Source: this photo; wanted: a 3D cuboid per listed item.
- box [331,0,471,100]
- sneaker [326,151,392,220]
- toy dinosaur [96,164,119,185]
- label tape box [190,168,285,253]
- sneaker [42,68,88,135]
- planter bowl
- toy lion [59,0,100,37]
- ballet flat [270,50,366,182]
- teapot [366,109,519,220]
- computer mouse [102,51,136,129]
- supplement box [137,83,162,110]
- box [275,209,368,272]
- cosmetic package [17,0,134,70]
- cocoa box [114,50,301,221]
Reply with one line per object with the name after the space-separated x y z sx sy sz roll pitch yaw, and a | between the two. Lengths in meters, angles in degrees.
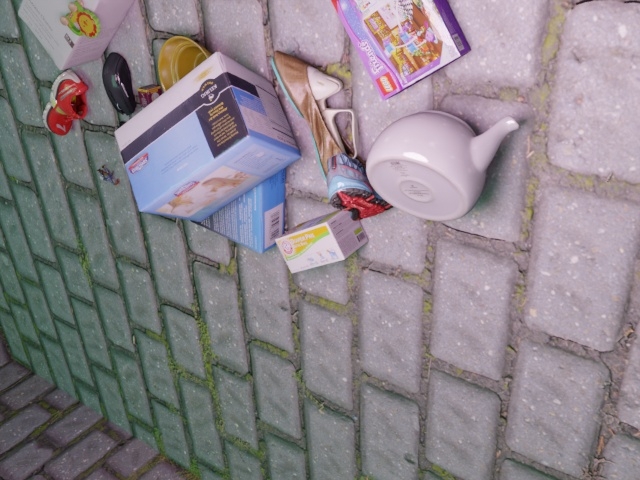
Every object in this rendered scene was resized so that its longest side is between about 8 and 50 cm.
0.142 -0.454 1.186 0.200 0.057 0.293 -21 100 44 | box
0.088 -0.126 1.333 0.104 0.262 0.125 -18 74 16 | sneaker
-0.733 -0.224 2.079 0.082 0.047 0.090 51 169 -9 | toy dinosaur
-0.262 -0.144 1.670 0.347 0.115 0.249 24 127 30 | label tape box
-0.835 -0.432 1.984 0.118 0.107 0.279 41 137 1 | sneaker
-0.315 -0.427 1.558 0.217 0.090 0.217 21 127 30 | planter bowl
-0.621 -0.569 1.564 0.100 0.034 0.096 -24 112 44 | toy lion
0.012 -0.290 1.368 0.124 0.116 0.343 -19 103 24 | ballet flat
0.222 -0.172 1.207 0.256 0.187 0.252 24 158 6 | teapot
-0.584 -0.423 1.806 0.184 0.060 0.262 21 127 30 | computer mouse
-0.492 -0.406 1.743 0.043 0.055 0.083 17 125 32 | supplement box
0.000 0.000 1.534 0.203 0.114 0.103 -17 103 45 | box
-0.660 -0.675 1.648 0.217 0.156 0.385 53 136 -4 | cosmetic package
-0.267 -0.227 1.424 0.347 0.231 0.228 -29 72 23 | cocoa box
